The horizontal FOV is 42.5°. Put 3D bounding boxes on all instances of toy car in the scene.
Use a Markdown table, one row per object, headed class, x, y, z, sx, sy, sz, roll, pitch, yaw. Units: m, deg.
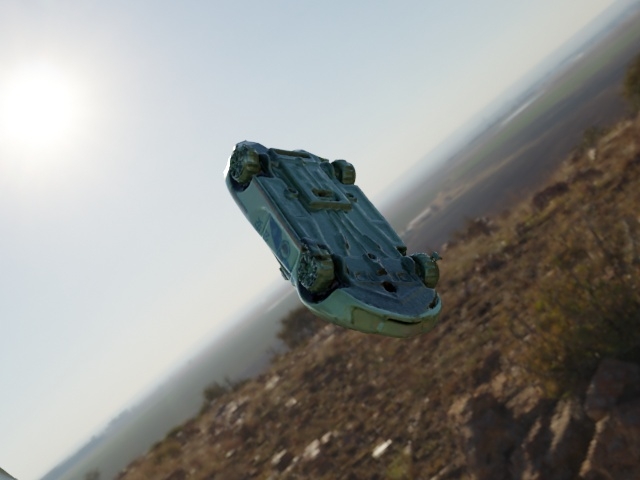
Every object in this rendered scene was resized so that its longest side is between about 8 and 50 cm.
| class | x | y | z | sx | sy | sz | roll | pitch | yaw |
| --- | --- | --- | --- | --- | --- | --- | --- | --- | --- |
| toy car | 0.000 | 0.000 | 0.495 | 0.093 | 0.186 | 0.058 | 5 | -57 | -36 |

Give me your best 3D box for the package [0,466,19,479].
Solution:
| class | x | y | z | sx | sy | sz | roll | pitch | yaw |
| --- | --- | --- | --- | --- | --- | --- | --- | --- | --- |
| package | -0.238 | 0.153 | 0.521 | 0.047 | 0.131 | 0.071 | -47 | 21 | -8 |
